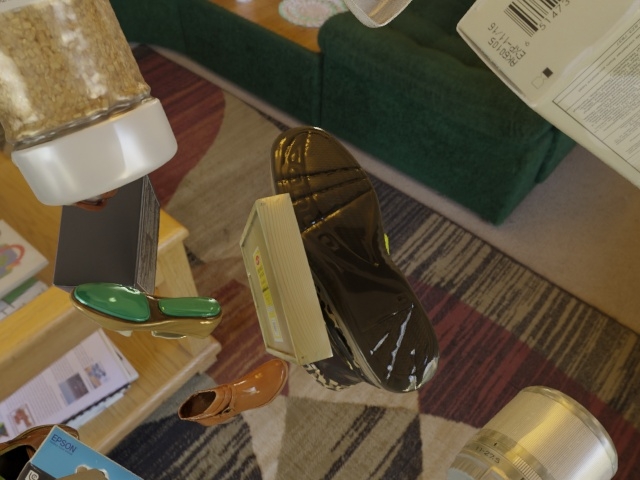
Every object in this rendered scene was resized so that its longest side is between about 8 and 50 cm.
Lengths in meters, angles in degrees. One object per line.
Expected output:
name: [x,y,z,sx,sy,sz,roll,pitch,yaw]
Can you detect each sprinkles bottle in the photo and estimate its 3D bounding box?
sprinkles bottle: [-0.226,-0.206,0.361,0.121,0.356,0.121,-15,24,7]

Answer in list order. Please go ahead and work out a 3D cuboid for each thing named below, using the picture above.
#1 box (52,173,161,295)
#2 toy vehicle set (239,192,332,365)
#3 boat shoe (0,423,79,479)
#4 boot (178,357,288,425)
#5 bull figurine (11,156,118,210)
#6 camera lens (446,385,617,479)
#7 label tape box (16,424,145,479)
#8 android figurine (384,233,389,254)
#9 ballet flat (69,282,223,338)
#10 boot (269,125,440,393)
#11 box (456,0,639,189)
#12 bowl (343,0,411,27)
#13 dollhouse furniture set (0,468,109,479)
box: [-0.508,-0.008,1.252,0.182,0.294,0.297,2,75,-11]
toy vehicle set: [-0.054,0.057,0.617,0.035,0.267,0.166,-14,84,-14]
boat shoe: [-0.639,0.475,1.095,0.104,0.307,0.111,-4,86,27]
boot: [-0.163,0.292,0.981,0.197,0.152,0.073,-41,61,2]
bull figurine: [-0.363,-0.181,0.671,0.101,0.311,0.188,-28,13,-5]
camera lens: [0.416,0.442,1.003,0.274,0.219,0.219,-33,58,-21]
label tape box: [-0.471,0.548,0.947,0.249,0.115,0.348,31,82,-1]
android figurine: [0.071,0.066,1.080,0.056,0.273,0.248,10,32,34]
ballet flat: [-0.265,0.120,0.784,0.232,0.073,0.080,13,31,-31]
boot: [0.009,0.053,0.761,0.138,0.284,0.378,-23,77,-22]
box: [0.288,-0.163,0.484,0.311,0.148,0.121,13,40,-44]
bowl: [0.075,-0.399,0.757,0.142,0.053,0.142,45,77,-18]
dollhouse furniture set: [-0.430,0.386,0.654,0.151,0.301,0.198,25,76,10]
